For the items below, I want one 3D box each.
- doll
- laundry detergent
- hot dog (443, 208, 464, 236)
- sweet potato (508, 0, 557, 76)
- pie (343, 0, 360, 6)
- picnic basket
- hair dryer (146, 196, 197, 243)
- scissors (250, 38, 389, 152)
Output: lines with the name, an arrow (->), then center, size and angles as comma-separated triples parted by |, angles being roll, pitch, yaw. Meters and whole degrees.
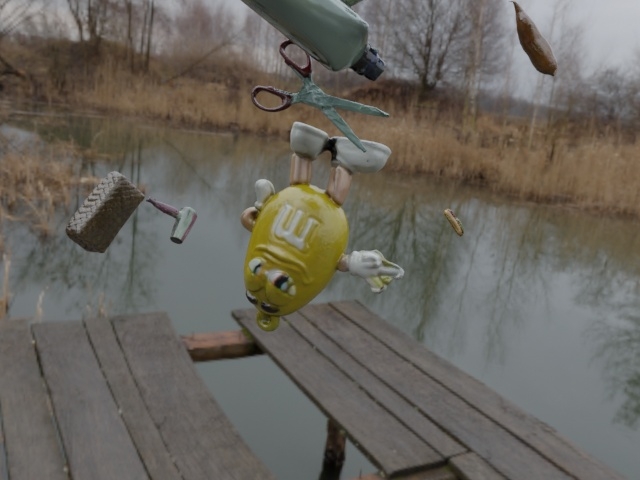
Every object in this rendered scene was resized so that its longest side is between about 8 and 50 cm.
doll -> -0.010, -0.036, 1.315 | 0.348, 0.423, 0.161 | -9, -6, 21
laundry detergent -> -0.010, -0.367, 1.046 | 0.280, 0.105, 0.215 | 31, 13, -25
hot dog -> 0.353, -0.049, 1.664 | 0.021, 0.083, 0.037 | -36, -1, 31
sweet potato -> 0.466, -0.446, 1.399 | 0.056, 0.195, 0.056 | -31, 2, 1
pie -> 0.020, -0.612, 1.421 | 0.306, 0.071, 0.306 | -3, 53, 5
picnic basket -> -0.497, -0.064, 1.476 | 0.054, 0.193, 0.110 | 19, -22, 37
hair dryer -> -0.431, -0.073, 1.794 | 0.154, 0.106, 0.054 | 41, -38, -26
scissors -> 0.001, -0.258, 1.167 | 0.247, 0.144, 0.017 | 32, 3, 10
